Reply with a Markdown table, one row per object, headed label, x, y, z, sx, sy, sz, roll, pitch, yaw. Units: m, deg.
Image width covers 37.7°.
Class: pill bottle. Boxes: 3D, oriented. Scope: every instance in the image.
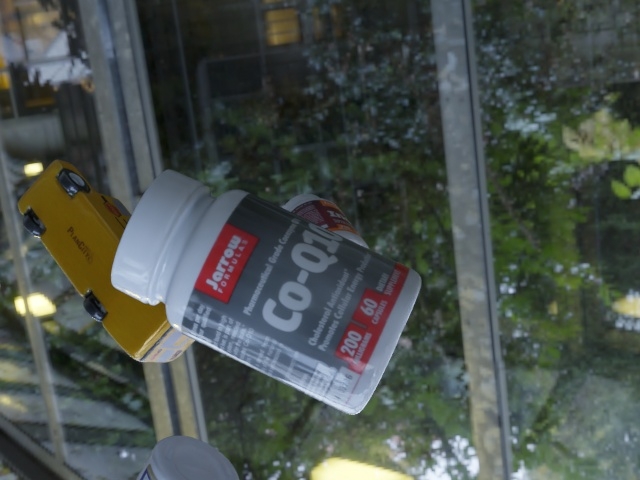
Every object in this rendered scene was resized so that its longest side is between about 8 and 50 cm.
| label | x | y | z | sx | sy | sz | roll | pitch | yaw |
| --- | --- | --- | --- | --- | --- | --- | --- | --- | --- |
| pill bottle | 0.000 | 0.000 | 1.144 | 0.086 | 0.086 | 0.152 | -11 | -152 | -13 |
| pill bottle | -0.056 | 0.047 | 0.953 | 0.283 | 0.161 | 0.161 | 25 | -162 | 3 |
| pill bottle | -0.183 | 0.332 | 1.091 | 0.112 | 0.187 | 0.112 | 28 | -161 | -10 |

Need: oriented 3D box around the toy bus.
| label | x | y | z | sx | sy | sz | roll | pitch | yaw |
| --- | --- | --- | --- | --- | --- | --- | --- | --- | --- |
| toy bus | -0.317 | 0.028 | 1.423 | 0.333 | 0.108 | 0.130 | 48 | -167 | 22 |
